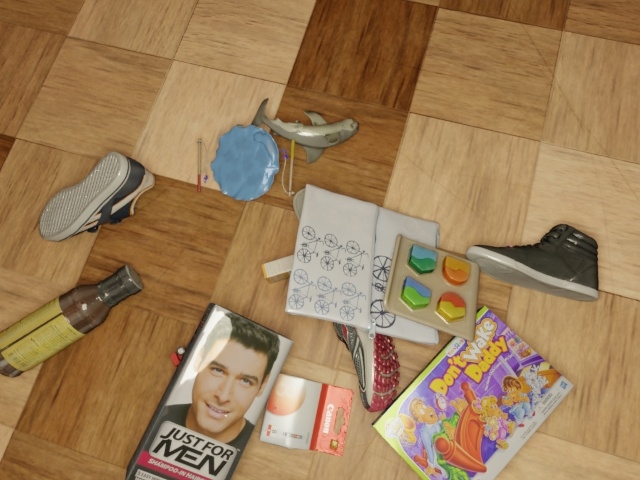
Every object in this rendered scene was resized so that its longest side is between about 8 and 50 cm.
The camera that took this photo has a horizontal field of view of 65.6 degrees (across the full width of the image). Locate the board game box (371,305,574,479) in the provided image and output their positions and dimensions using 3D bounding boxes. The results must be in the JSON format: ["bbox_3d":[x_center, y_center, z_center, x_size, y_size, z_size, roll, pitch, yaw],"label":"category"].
[{"bbox_3d":[0.309,0.344,1.033,0.233,0.078,0.347,43,81,15],"label":"board game box"}]

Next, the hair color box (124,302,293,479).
[{"bbox_3d":[-0.225,0.337,1.023,0.185,0.113,0.375,28,77,-13],"label":"hair color box"}]

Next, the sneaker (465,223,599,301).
[{"bbox_3d":[0.476,0.025,1.106,0.295,0.104,0.147,17,74,3],"label":"sneaker"}]

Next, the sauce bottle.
[{"bbox_3d":[-0.570,0.177,1.131,0.344,0.111,0.111,-31,74,-5],"label":"sauce bottle"}]

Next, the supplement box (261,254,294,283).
[{"bbox_3d":[-0.081,0.064,1.151,0.098,0.062,0.036,-17,73,0],"label":"supplement box"}]

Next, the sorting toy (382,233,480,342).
[{"bbox_3d":[0.241,0.092,1.037,0.208,0.038,0.193,22,54,-5],"label":"sorting toy"}]

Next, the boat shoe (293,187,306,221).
[{"bbox_3d":[0.000,0.000,1.142,0.095,0.079,0.255,-27,63,9],"label":"boat shoe"}]

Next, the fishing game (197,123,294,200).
[{"bbox_3d":[-0.184,-0.192,1.222,0.263,0.041,0.189,0,91,17],"label":"fishing game"}]

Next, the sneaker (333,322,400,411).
[{"bbox_3d":[0.091,0.216,1.074,0.111,0.120,0.299,-22,60,26],"label":"sneaker"}]

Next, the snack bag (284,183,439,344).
[{"bbox_3d":[0.107,0.049,1.057,0.342,0.037,0.323,16,56,-11],"label":"snack bag"}]

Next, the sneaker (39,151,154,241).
[{"bbox_3d":[-0.539,-0.085,1.207,0.321,0.127,0.126,-29,66,21],"label":"sneaker"}]

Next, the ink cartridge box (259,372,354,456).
[{"bbox_3d":[-0.029,0.375,1.068,0.179,0.045,0.146,10,75,10],"label":"ink cartridge box"}]

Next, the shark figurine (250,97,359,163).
[{"bbox_3d":[-0.048,-0.249,1.226,0.278,0.116,0.166,8,41,-2],"label":"shark figurine"}]

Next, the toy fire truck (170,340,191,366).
[{"bbox_3d":[-0.264,0.290,1.107,0.192,0.047,0.135,-29,75,-6],"label":"toy fire truck"}]
